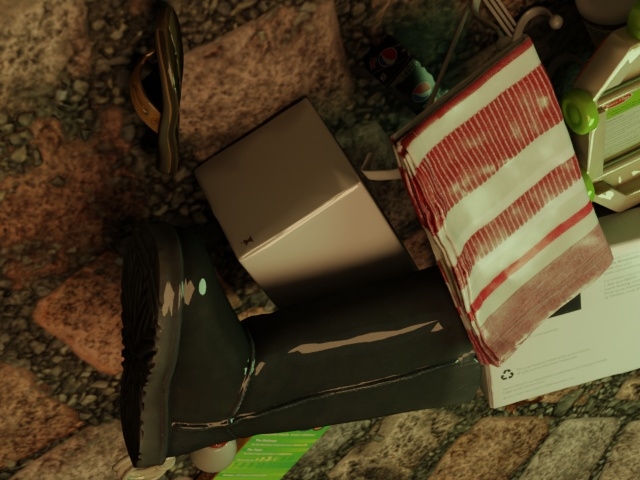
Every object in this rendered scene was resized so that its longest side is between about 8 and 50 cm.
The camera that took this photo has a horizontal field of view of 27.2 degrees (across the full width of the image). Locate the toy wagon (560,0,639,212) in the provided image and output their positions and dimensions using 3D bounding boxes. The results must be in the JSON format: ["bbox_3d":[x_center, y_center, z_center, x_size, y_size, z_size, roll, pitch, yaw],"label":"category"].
[{"bbox_3d":[0.416,-0.192,1.641,0.267,0.068,0.344,-25,135,-18],"label":"toy wagon"}]

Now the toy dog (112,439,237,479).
[{"bbox_3d":[-0.163,0.191,1.826,0.220,0.161,0.333,-1,145,-34],"label":"toy dog"}]

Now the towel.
[{"bbox_3d":[0.224,-0.042,1.550,0.237,0.037,0.329,-39,120,-24],"label":"towel"}]

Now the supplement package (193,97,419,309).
[{"bbox_3d":[0.000,0.000,1.682,0.175,0.177,0.293,-32,139,3],"label":"supplement package"}]

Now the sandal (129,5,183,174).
[{"bbox_3d":[-0.188,-0.165,1.501,0.060,0.090,0.219,3,139,-5],"label":"sandal"}]

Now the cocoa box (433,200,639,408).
[{"bbox_3d":[0.350,0.040,1.837,0.347,0.228,0.231,-15,125,-7],"label":"cocoa box"}]

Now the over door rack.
[{"bbox_3d":[0.218,-0.151,1.637,0.239,0.108,0.324,43,74,-47],"label":"over door rack"}]

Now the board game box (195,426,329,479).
[{"bbox_3d":[-0.081,0.321,2.051,0.124,0.039,0.259,23,118,-43],"label":"board game box"}]

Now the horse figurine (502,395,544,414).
[{"bbox_3d":[0.275,0.209,2.060,0.263,0.174,0.066,32,70,-44],"label":"horse figurine"}]

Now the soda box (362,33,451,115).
[{"bbox_3d":[0.127,-0.187,1.663,0.053,0.060,0.169,-47,138,7],"label":"soda box"}]

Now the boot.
[{"bbox_3d":[0.001,0.092,1.526,0.445,0.146,0.367,-7,141,-18],"label":"boot"}]

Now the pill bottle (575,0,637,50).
[{"bbox_3d":[0.414,-0.268,1.713,0.117,0.117,0.215,-36,139,5],"label":"pill bottle"}]
